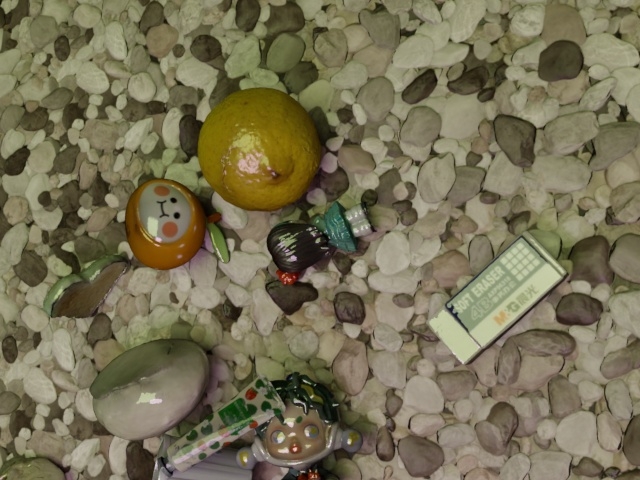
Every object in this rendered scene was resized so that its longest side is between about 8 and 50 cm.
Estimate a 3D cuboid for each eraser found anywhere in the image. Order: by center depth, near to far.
[{"bbox_3d":[0.359,0.118,1.694,0.279,0.081,0.124,-44,72,10],"label":"eraser"}]

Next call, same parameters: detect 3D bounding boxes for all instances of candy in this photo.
[{"bbox_3d":[-0.369,0.332,1.856,0.296,0.295,0.185,-20,110,17],"label":"candy"}]

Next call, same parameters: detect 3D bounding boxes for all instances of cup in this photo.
[{"bbox_3d":[-0.257,0.495,1.810,0.202,0.166,0.221,12,49,-12],"label":"cup"}]

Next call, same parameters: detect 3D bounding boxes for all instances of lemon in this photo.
[{"bbox_3d":[-0.134,-0.197,1.814,0.293,0.293,0.292,-3,82,20],"label":"lemon"}]

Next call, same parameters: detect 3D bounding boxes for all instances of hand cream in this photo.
[{"bbox_3d":[-0.204,0.382,1.685,0.276,0.059,0.095,-35,67,-3],"label":"hand cream"}]

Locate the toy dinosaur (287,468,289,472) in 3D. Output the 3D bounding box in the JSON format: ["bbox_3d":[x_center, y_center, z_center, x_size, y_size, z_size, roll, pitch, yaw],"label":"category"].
[{"bbox_3d":[-0.057,0.592,1.816,0.058,0.037,0.180,4,78,36],"label":"toy dinosaur"}]

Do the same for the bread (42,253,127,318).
[{"bbox_3d":[-0.569,0.119,2.015,0.064,0.172,0.232,40,54,20],"label":"bread"}]

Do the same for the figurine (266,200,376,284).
[{"bbox_3d":[0.000,0.000,1.832,0.246,0.110,0.137,-21,94,10],"label":"figurine"}]

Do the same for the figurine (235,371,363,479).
[{"bbox_3d":[-0.042,0.462,1.736,0.261,0.186,0.381,-7,75,-12],"label":"figurine"}]

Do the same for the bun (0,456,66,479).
[{"bbox_3d":[-0.716,0.631,2.002,0.231,0.133,0.230,-3,81,22],"label":"bun"}]

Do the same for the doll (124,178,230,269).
[{"bbox_3d":[-0.332,-0.038,1.929,0.236,0.213,0.213,-3,79,-23],"label":"doll"}]
